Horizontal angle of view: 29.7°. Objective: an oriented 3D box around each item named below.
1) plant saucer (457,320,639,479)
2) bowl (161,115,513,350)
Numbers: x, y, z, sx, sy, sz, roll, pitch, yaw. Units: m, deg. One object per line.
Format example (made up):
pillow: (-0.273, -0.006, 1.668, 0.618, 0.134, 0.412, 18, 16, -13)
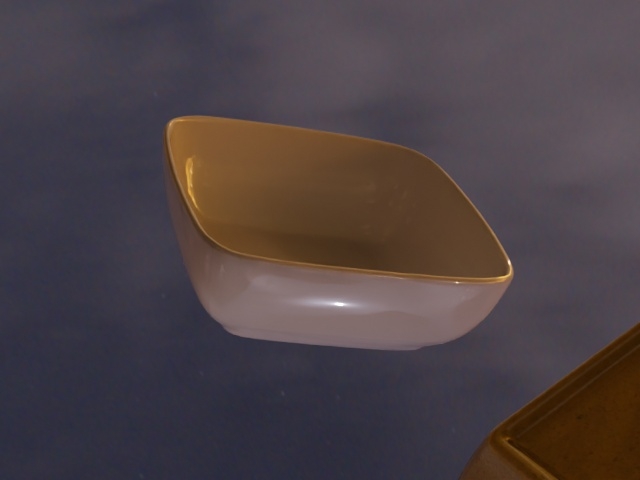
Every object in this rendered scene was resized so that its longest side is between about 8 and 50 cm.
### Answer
plant saucer: (0.250, 0.115, 0.666, 0.333, 0.081, 0.333, -35, -156, -9)
bowl: (0.000, 0.000, 0.531, 0.142, 0.053, 0.142, 5, -152, -18)
